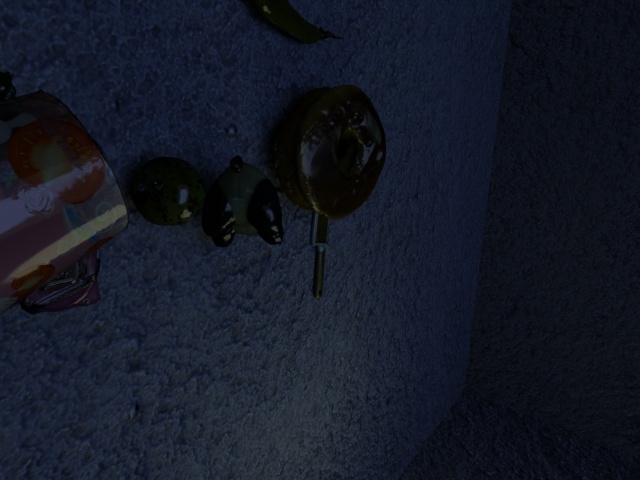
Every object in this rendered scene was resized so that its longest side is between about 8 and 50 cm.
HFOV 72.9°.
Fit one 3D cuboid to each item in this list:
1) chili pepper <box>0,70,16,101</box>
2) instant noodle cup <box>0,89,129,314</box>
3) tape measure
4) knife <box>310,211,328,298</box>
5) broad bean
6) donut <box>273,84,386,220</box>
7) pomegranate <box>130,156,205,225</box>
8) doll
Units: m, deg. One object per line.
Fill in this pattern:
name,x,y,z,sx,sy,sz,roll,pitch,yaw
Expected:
chili pepper,-0.474,-0.184,0.476,0.226,0.059,0.088,8,93,-51
instant noodle cup,-0.372,-0.033,0.481,0.231,0.243,0.243,-39,130,-35
tape measure,-0.388,0.045,0.641,0.125,0.074,0.118,-17,113,-53
knife,-0.001,0.000,1.193,0.061,0.027,0.343,-8,107,-48
broad bean,-0.074,-0.484,0.920,0.075,0.067,0.325,-53,151,19
donut,0.021,-0.217,1.051,0.330,0.160,0.330,-28,127,-44
pomegranate,-0.258,-0.076,0.759,0.161,0.122,0.122,83,31,-69
doll,-0.143,-0.058,0.840,0.234,0.143,0.135,100,-10,-73
